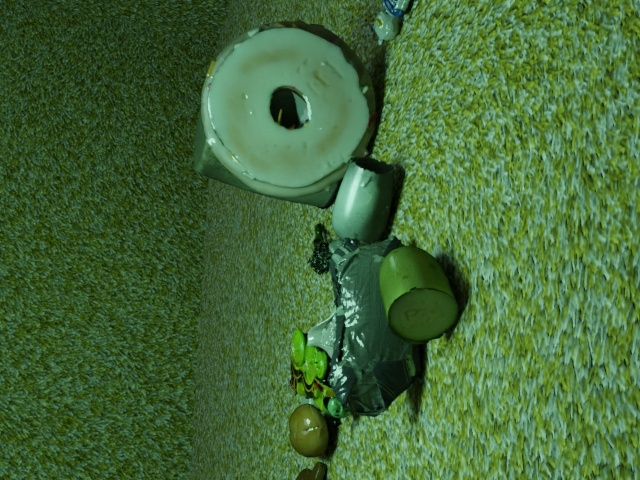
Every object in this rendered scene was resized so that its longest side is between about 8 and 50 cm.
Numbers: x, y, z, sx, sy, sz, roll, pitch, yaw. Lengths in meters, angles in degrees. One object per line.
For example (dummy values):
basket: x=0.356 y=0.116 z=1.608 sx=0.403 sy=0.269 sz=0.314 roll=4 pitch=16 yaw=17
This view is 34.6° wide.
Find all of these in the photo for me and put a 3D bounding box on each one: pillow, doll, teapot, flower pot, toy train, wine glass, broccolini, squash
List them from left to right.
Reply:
flower pot: x=-0.120 y=-0.237 z=2.421 sx=0.293 sy=0.330 sz=0.293 roll=-173 pitch=90 yaw=-73
broccolini: x=0.011 y=0.007 z=2.384 sx=0.074 sy=0.058 sz=0.201 roll=-58 pitch=9 yaw=24
toy train: x=0.012 y=0.274 z=2.110 sx=0.296 sy=0.101 sz=0.160 roll=-150 pitch=62 yaw=-73
teapot: x=0.074 y=0.166 z=1.941 sx=0.226 sy=0.092 sz=0.145 roll=-35 pitch=48 yaw=43
wine glass: x=0.081 y=-0.059 z=2.009 sx=0.111 sy=0.111 sz=0.204 roll=-114 pitch=32 yaw=-63
pillow: x=0.092 y=0.142 z=1.791 sx=0.092 sy=0.162 sz=0.334 roll=64 pitch=-158 yaw=-61
doll: x=0.158 y=-0.502 z=2.084 sx=0.114 sy=0.057 sz=0.227 roll=-119 pitch=42 yaw=-59
squash: x=0.155 y=0.075 z=1.686 sx=0.186 sy=0.123 sz=0.123 roll=-98 pitch=22 yaw=-59

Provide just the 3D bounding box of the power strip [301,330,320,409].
power strip: x=-0.017 y=0.298 z=2.310 sx=0.081 sy=0.035 sz=0.192 roll=132 pitch=143 yaw=-62

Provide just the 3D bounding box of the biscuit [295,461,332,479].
biscuit: x=-0.017 y=0.535 z=2.161 sx=0.138 sy=0.031 sz=0.205 roll=-67 pitch=17 yaw=-4

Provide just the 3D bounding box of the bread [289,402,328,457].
bread: x=-0.030 y=0.406 z=2.182 sx=0.189 sy=0.078 sz=0.114 roll=126 pitch=124 yaw=-72

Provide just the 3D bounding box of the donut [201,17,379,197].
donut: x=-0.065 y=-0.283 z=2.203 sx=0.142 sy=0.383 sz=0.382 roll=-80 pitch=2 yaw=-80
